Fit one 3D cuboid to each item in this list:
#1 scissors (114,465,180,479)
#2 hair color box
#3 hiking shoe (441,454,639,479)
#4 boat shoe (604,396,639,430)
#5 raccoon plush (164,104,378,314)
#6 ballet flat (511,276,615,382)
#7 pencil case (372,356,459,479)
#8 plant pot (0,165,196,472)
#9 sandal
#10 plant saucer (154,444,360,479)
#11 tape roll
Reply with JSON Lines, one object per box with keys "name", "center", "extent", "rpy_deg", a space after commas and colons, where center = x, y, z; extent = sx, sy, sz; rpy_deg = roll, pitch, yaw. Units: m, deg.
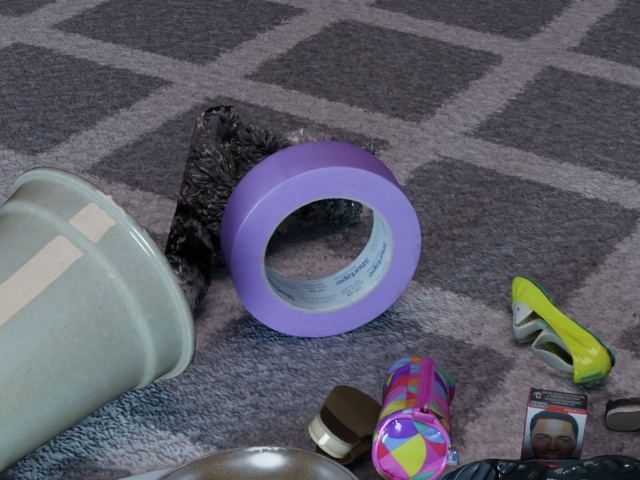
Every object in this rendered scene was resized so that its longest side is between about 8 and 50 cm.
{"name": "scissors", "center": [-0.289, 0.298, 1.565], "extent": [0.297, 0.021, 0.109], "rpy_deg": [-30, 79, -41]}
{"name": "hair color box", "center": [0.278, 0.249, 1.601], "extent": [0.072, 0.141, 0.043], "rpy_deg": [6, 31, 10]}
{"name": "hiking shoe", "center": [0.283, 0.296, 1.550], "extent": [0.304, 0.113, 0.132], "rpy_deg": [11, -7, -13]}
{"name": "boat shoe", "center": [0.436, 0.226, 1.743], "extent": [0.125, 0.046, 0.038], "rpy_deg": [-3, 34, 10]}
{"name": "raccoon plush", "center": [-0.081, -0.010, 2.074], "extent": [0.299, 0.216, 0.446], "rpy_deg": [13, 60, -5]}
{"name": "ballet flat", "center": [0.320, 0.127, 1.885], "extent": [0.077, 0.077, 0.231], "rpy_deg": [-29, 40, -15]}
{"name": "pencil case", "center": [0.118, 0.217, 1.638], "extent": [0.104, 0.104, 0.236], "rpy_deg": [3, 13, 4]}
{"name": "plant pot", "center": [-0.380, 0.127, 1.663], "extent": [0.334, 0.334, 0.305], "rpy_deg": [23, 49, 32]}
{"name": "sandal", "center": [0.017, 0.244, 1.659], "extent": [0.088, 0.079, 0.240], "rpy_deg": [42, 11, 10]}
{"name": "plant saucer", "center": [-0.088, 0.346, 1.479], "extent": [0.311, 0.050, 0.310], "rpy_deg": [-8, 30, 5]}
{"name": "tape roll", "center": [0.000, 0.000, 1.886], "extent": [0.275, 0.275, 0.090], "rpy_deg": [-6, 30, -12]}
